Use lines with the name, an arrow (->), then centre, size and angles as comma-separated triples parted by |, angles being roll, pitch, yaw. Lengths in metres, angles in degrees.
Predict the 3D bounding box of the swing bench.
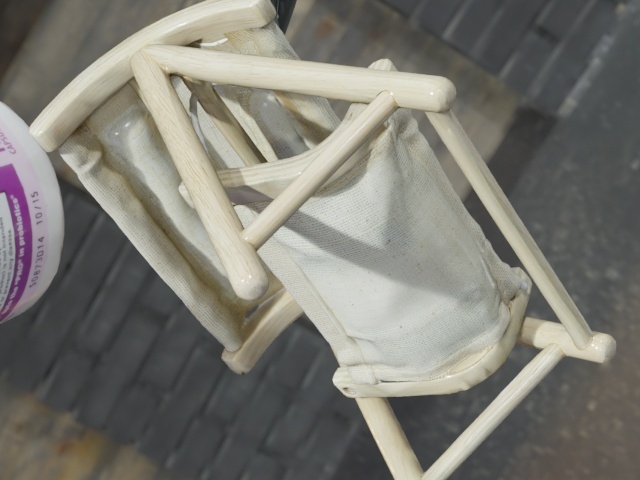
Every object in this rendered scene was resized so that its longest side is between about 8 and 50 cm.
swing bench -> 0.000, 0.000, 1.029 | 0.165, 0.253, 0.255 | -45, 41, -9

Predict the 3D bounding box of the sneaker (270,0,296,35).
sneaker -> -0.067, -0.279, 1.852 | 0.130, 0.109, 0.286 | 123, 170, -84

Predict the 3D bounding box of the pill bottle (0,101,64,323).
pill bottle -> -0.311, 0.011, 1.031 | 0.169, 0.169, 0.301 | -43, -9, 36
